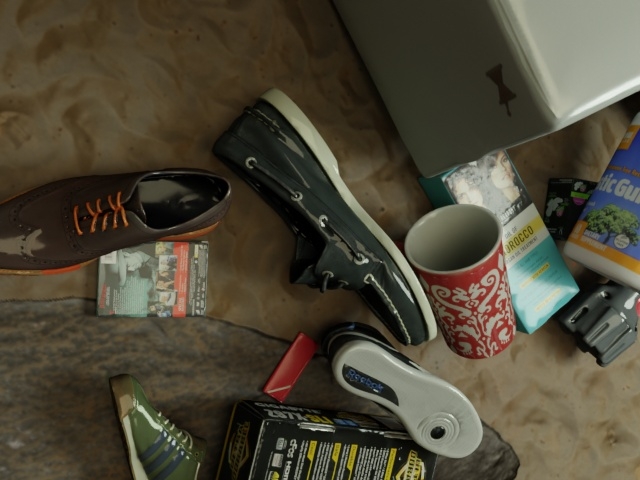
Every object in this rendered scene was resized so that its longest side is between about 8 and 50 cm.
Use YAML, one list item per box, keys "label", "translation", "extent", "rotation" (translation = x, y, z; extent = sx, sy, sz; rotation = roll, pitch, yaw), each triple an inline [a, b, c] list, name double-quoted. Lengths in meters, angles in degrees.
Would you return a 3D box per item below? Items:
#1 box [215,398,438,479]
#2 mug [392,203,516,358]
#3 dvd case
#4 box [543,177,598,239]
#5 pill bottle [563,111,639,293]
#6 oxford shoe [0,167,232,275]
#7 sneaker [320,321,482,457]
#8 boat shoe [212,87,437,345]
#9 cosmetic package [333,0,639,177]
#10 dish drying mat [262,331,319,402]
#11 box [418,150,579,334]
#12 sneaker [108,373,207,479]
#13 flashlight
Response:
- label: "box"
  translation: [-0.011, 0.361, 0.849]
  extent: [0.257, 0.079, 0.322]
  rotation: [14, 88, -33]
- label: "mug"
  translation: [0.166, 0.049, 0.892]
  extent: [0.113, 0.150, 0.169]
  rotation: [-39, 130, -17]
- label: "dvd case"
  translation: [-0.185, 0.042, 0.811]
  extent: [0.119, 0.013, 0.087]
  rotation: [1, 93, -22]
- label: "box"
  translation: [0.345, -0.040, 0.994]
  extent: [0.062, 0.052, 0.083]
  rotation: [8, 92, -21]
- label: "pill bottle"
  translation: [0.427, -0.070, 0.894]
  extent: [0.152, 0.152, 0.272]
  rotation: [24, 96, -21]
- label: "oxford shoe"
  translation: [-0.221, -0.031, 0.739]
  extent: [0.271, 0.098, 0.097]
  rotation: [-16, 87, -22]
- label: "sneaker"
  translation: [0.096, 0.164, 0.873]
  extent: [0.217, 0.121, 0.079]
  rotation: [38, 96, -19]
- label: "boat shoe"
  translation: [0.001, 0.000, 0.822]
  extent: [0.113, 0.127, 0.340]
  rotation: [-37, 104, -14]
- label: "cosmetic package"
  translation: [0.251, -0.303, 0.748]
  extent: [0.394, 0.329, 0.327]
  rotation: [-27, 93, -11]
- label: "dish drying mat"
  translation: [-0.035, 0.153, 0.881]
  extent: [0.032, 0.008, 0.083]
  rotation: [37, 80, -19]
- label: "box"
  translation: [0.234, -0.007, 0.948]
  extent: [0.100, 0.060, 0.244]
  rotation: [-37, 106, -15]
- label: "sneaker"
  translation: [-0.170, 0.226, 0.805]
  extent: [0.086, 0.064, 0.192]
  rotation: [-16, 105, -21]
- label: "flashlight"
  translation: [0.475, 0.048, 1.007]
  extent: [0.304, 0.103, 0.103]
  rotation: [-44, 144, -1]
